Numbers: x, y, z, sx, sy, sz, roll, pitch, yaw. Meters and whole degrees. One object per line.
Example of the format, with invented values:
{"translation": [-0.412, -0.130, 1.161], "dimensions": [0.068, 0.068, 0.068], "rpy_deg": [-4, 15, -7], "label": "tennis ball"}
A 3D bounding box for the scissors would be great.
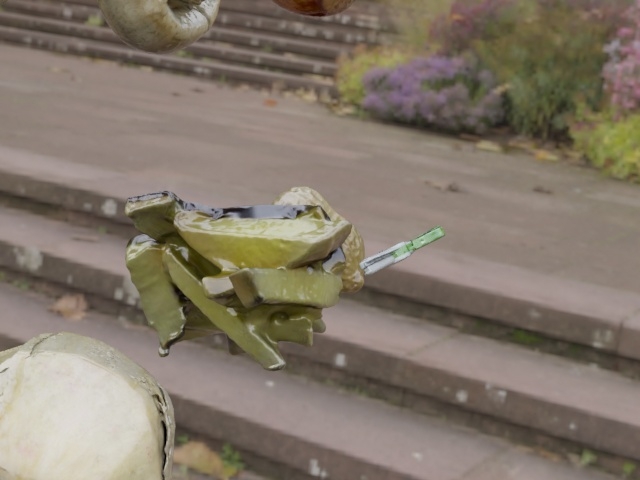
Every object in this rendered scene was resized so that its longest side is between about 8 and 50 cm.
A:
{"translation": [0.111, 0.019, 1.632], "dimensions": [0.101, 0.027, 0.204], "rpy_deg": [-31, -4, 29], "label": "scissors"}

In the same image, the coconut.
{"translation": [-0.354, 0.288, 1.445], "dimensions": [0.353, 0.352, 0.352], "rpy_deg": [9, 9, -1], "label": "coconut"}

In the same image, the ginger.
{"translation": [-0.141, 0.093, 1.700], "dimensions": [0.358, 0.413, 0.211], "rpy_deg": [11, 51, -13], "label": "ginger"}

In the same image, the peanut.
{"translation": [0.000, 0.000, 2.111], "dimensions": [0.233, 0.110, 0.197], "rpy_deg": [41, 24, -1], "label": "peanut"}

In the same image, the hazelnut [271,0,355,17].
{"translation": [-0.012, -0.377, 1.510], "dimensions": [0.150, 0.150, 0.150], "rpy_deg": [9, 9, -1], "label": "hazelnut"}

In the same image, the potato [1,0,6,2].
{"translation": [-0.398, -0.362, 1.511], "dimensions": [0.172, 0.089, 0.100], "rpy_deg": [2, 25, -44], "label": "potato"}

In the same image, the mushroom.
{"translation": [-0.253, -0.398, 1.817], "dimensions": [0.195, 0.189, 0.254], "rpy_deg": [10, 7, 27], "label": "mushroom"}
